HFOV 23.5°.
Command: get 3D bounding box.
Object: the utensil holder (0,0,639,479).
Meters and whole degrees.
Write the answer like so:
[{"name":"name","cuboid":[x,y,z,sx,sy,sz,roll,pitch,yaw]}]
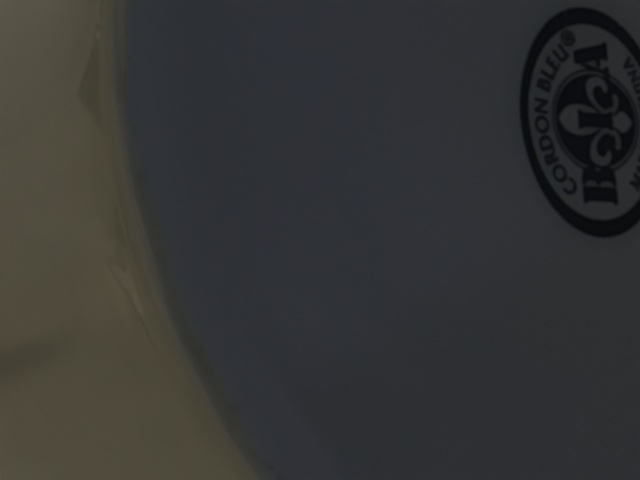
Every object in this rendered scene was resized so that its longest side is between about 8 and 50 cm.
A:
[{"name":"utensil holder","cuboid":[0.000,0.000,0.554,0.385,0.327,0.328,-22,-90,62]}]
